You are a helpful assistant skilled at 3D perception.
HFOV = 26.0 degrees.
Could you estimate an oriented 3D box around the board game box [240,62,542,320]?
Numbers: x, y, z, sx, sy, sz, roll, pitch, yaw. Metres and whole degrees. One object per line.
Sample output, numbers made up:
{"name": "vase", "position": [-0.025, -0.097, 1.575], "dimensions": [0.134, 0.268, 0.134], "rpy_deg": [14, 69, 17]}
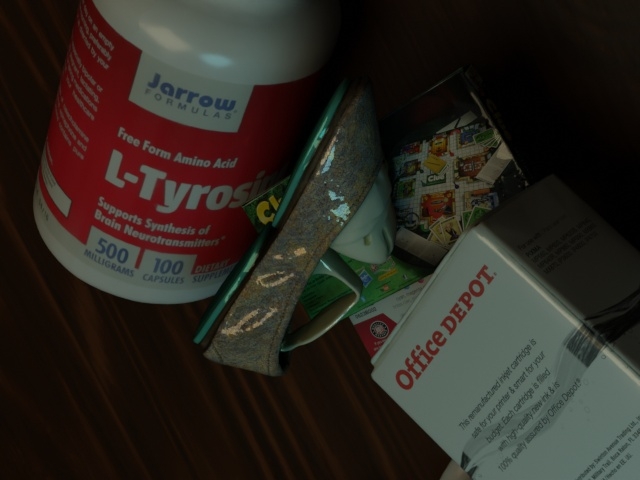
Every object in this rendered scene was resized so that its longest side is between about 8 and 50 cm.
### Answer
{"name": "board game box", "position": [0.059, -0.029, 1.155], "dimensions": [0.260, 0.030, 0.136], "rpy_deg": [-29, 95, 37]}

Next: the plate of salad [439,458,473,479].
{"name": "plate of salad", "position": [0.161, 0.254, 1.301], "dimensions": [0.048, 0.200, 0.200], "rpy_deg": [28, 144, -31]}

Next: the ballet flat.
{"name": "ballet flat", "position": [0.000, 0.000, 1.140], "dimensions": [0.106, 0.107, 0.316], "rpy_deg": [29, 130, -5]}

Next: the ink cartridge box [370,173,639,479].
{"name": "ink cartridge box", "position": [0.196, 0.116, 1.036], "dimensions": [0.273, 0.114, 0.197], "rpy_deg": [44, 135, 14]}

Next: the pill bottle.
{"name": "pill bottle", "position": [-0.117, -0.154, 1.263], "dimensions": [0.229, 0.229, 0.407], "rpy_deg": [38, 131, 17]}

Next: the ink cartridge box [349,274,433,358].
{"name": "ink cartridge box", "position": [0.080, -0.008, 1.252], "dimensions": [0.128, 0.127, 0.176], "rpy_deg": [-27, 93, 41]}
